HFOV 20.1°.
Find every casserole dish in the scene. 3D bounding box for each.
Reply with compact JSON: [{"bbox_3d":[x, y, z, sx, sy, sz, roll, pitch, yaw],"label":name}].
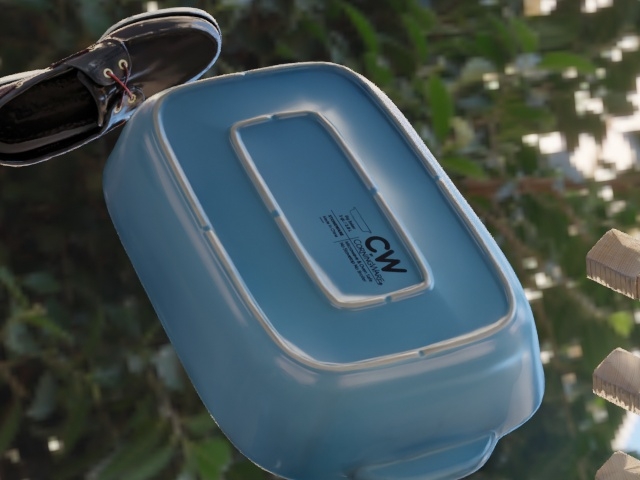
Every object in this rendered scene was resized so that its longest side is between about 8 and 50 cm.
[{"bbox_3d":[0.000,0.000,0.592,0.037,0.114,0.188,100,-31,-44],"label":"casserole dish"}]

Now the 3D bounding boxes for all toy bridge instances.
[{"bbox_3d":[0.170,0.079,0.921,0.063,0.026,0.188,26,-37,34],"label":"toy bridge"}]

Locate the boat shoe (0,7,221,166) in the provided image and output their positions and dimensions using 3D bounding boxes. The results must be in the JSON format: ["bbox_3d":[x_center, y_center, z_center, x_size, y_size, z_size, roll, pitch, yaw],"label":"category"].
[{"bbox_3d":[-0.107,-0.073,0.884,0.042,0.133,0.049,-123,-168,-61],"label":"boat shoe"}]
